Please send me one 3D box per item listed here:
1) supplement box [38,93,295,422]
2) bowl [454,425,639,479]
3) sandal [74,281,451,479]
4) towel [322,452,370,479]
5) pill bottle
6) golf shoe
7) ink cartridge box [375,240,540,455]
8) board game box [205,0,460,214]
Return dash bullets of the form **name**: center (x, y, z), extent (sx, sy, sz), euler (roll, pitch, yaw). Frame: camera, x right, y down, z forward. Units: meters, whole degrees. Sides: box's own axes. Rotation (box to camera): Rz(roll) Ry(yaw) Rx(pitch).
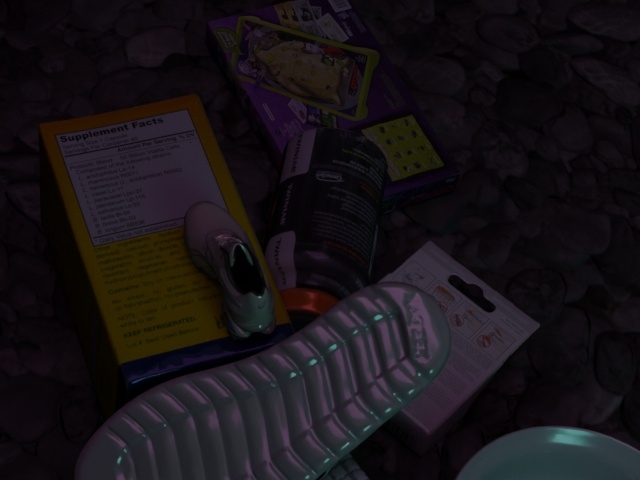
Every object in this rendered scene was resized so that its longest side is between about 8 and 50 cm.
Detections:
- **supplement box**: center (-0.182, 0.040, 1.792), extent (0.194, 0.195, 0.357), euler (-12, 58, -18)
- **bowl**: center (0.259, 0.354, 1.673), extent (0.297, 0.134, 0.298), euler (6, 51, -8)
- **sandal**: center (-0.049, 0.190, 1.632), extent (0.416, 0.102, 0.169), euler (-26, 79, -2)
- **towel**: center (-0.011, 0.368, 1.610), extent (0.235, 0.121, 0.284), euler (-27, 47, -17)
- **pill bottle**: center (0.000, 0.000, 1.840), extent (0.130, 0.130, 0.246), euler (12, 57, -1)
- **golf shoe**: center (-0.090, 0.015, 1.653), extent (0.069, 0.086, 0.176), euler (-19, 59, -21)
- **ink cartridge box**: center (0.123, 0.123, 1.877), extent (0.181, 0.056, 0.224), euler (39, 53, 18)
- **board game box**: center (0.011, -0.176, 2.072), extent (0.208, 0.056, 0.347), euler (-15, 58, -24)
